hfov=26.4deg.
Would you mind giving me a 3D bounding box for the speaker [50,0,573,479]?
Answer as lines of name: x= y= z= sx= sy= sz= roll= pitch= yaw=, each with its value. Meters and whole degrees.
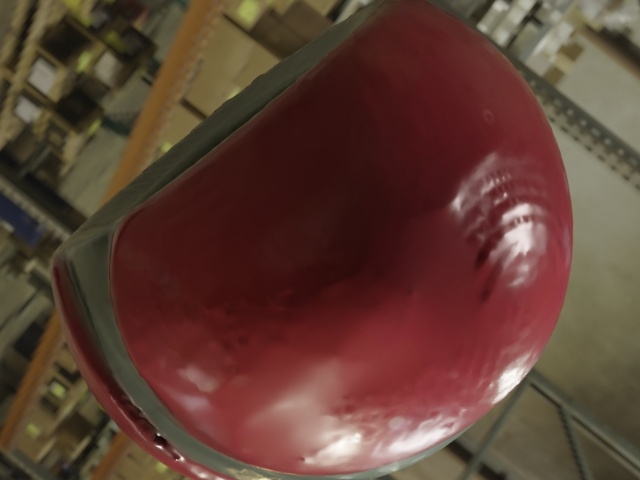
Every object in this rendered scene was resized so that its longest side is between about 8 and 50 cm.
speaker: x=0.000 y=0.000 z=0.751 sx=0.294 sy=0.294 sz=0.294 roll=-52 pitch=178 yaw=-3
